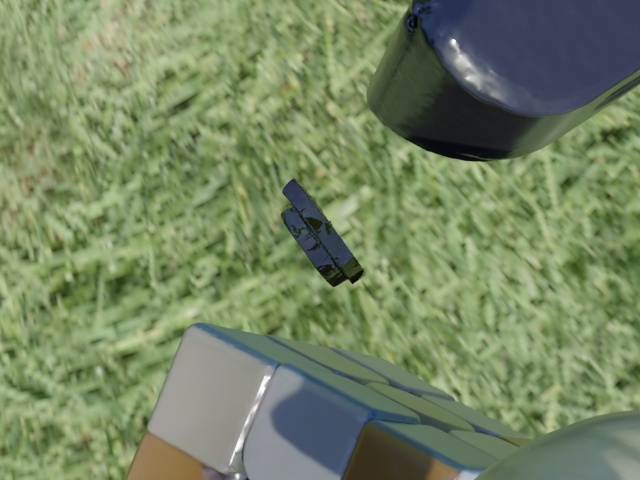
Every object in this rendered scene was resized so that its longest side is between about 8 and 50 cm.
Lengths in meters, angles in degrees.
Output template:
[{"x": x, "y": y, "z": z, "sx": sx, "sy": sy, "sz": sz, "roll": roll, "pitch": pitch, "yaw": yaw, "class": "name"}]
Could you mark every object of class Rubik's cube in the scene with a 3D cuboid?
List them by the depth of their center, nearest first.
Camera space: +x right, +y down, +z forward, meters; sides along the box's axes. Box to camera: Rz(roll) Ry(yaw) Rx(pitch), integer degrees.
[{"x": 0.028, "y": 0.307, "z": 1.782, "sx": 0.347, "sy": 0.344, "sz": 0.346, "roll": 18, "pitch": 97, "yaw": -55, "class": "Rubik's cube"}]

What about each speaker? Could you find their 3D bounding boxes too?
[{"x": 0.244, "y": -0.164, "z": 1.387, "sx": 0.388, "sy": 0.180, "sz": 0.184, "roll": -32, "pitch": 81, "yaw": -16, "class": "speaker"}]

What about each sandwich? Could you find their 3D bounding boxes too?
[{"x": 0.000, "y": 0.000, "z": 1.383, "sx": 0.029, "sy": 0.067, "sz": 0.135, "roll": -36, "pitch": 148, "yaw": 1, "class": "sandwich"}]

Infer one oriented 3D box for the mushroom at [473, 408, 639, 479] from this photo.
[{"x": 0.160, "y": 0.242, "z": 0.909, "sx": 0.356, "sy": 0.315, "sz": 0.315, "roll": -42, "pitch": 115, "yaw": 5, "class": "mushroom"}]
